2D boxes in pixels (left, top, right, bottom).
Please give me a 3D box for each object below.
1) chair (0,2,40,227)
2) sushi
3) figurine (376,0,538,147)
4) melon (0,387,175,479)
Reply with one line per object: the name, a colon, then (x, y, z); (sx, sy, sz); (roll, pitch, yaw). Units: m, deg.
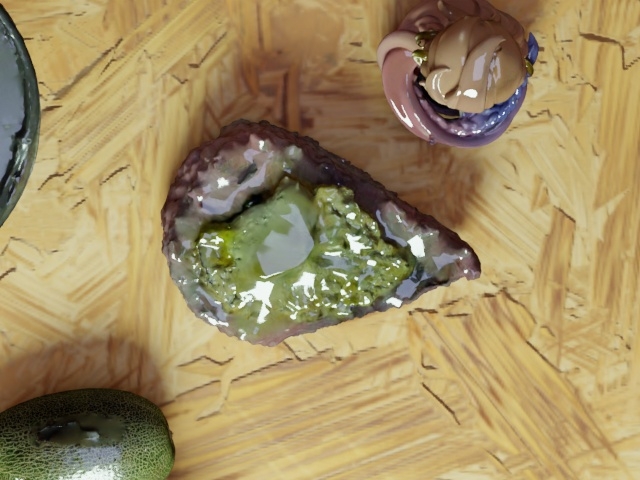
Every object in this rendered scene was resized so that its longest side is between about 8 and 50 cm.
chair: (-0.351, -0.119, 1.312); (0.227, 0.401, 0.226); (-6, 106, -22)
sushi: (-0.012, 0.016, 1.472); (0.241, 0.107, 0.161); (29, 100, -9)
figurine: (0.107, -0.139, 1.439); (0.126, 0.157, 0.114); (-8, 79, 2)
melon: (-0.195, 0.167, 1.483); (0.162, 0.099, 0.099); (-7, 100, 0)
